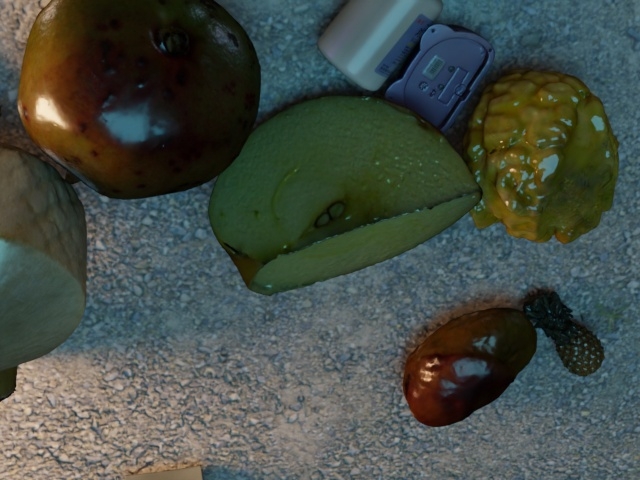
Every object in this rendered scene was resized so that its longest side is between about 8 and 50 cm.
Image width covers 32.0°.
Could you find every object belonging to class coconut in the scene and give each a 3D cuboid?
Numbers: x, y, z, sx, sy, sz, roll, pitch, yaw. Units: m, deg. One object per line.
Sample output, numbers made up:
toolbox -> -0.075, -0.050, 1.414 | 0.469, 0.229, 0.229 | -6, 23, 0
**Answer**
coconut -> -0.431, 0.036, 1.331 | 0.329, 0.328, 0.328 | -4, 118, -8

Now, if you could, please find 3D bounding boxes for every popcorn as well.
popcorn -> 0.296, -0.104, 1.514 | 0.250, 0.190, 0.250 | -8, 115, -19

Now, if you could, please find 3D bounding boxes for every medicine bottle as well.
medicine bottle -> 0.088, -0.290, 1.418 | 0.103, 0.102, 0.186 | 33, 107, -24

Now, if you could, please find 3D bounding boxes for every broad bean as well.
broad bean -> 0.227, 0.192, 1.690 | 0.229, 0.122, 0.156 | -33, 116, 12

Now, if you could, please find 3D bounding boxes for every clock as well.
clock -> 0.152, -0.223, 1.495 | 0.110, 0.050, 0.152 | 26, 110, -21

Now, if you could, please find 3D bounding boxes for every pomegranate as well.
pomegranate -> -0.220, -0.182, 1.368 | 0.291, 0.323, 0.290 | 1, 86, -10

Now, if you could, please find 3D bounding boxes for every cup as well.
cup -> -0.240, 0.426, 1.746 | 0.130, 0.095, 0.128 | -9, 119, -7

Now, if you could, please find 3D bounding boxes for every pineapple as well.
pineapple -> 0.373, 0.139, 1.721 | 0.074, 0.074, 0.159 | -39, 110, 11

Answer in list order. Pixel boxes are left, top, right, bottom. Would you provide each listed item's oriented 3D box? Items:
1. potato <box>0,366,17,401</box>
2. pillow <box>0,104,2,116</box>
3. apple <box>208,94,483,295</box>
potato -> -0.482, 0.130, 1.500 | 0.182, 0.202, 0.117 | 21, 96, -11
pillow -> -0.526, -0.211, 1.379 | 0.169, 0.059, 0.255 | -30, 118, 3
apple -> 0.030, -0.055, 1.488 | 0.346, 0.179, 0.254 | -20, 122, 4
